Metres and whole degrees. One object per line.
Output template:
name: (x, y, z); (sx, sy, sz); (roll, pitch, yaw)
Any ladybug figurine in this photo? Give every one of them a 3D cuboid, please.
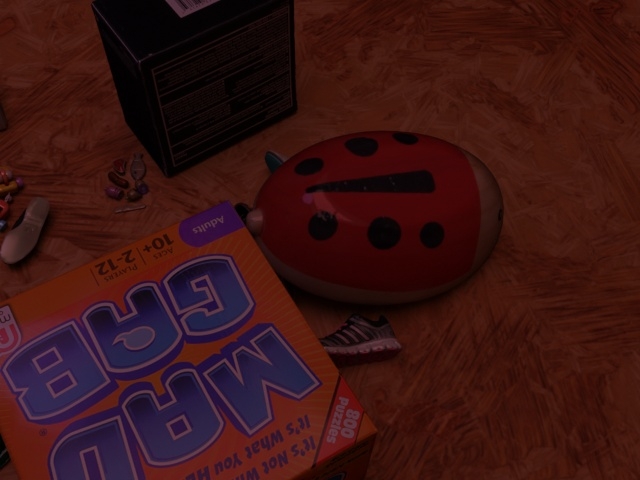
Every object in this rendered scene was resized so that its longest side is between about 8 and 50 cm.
ladybug figurine: (0.103, -0.053, 1.311); (0.449, 0.162, 0.305); (-9, 68, -17)

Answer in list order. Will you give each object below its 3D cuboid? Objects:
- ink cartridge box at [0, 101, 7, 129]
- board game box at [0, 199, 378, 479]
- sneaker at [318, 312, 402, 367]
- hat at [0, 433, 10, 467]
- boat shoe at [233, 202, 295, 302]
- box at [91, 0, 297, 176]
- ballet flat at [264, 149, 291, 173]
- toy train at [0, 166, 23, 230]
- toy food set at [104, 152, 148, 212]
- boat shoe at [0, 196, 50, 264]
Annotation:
ink cartridge box: (-0.710, -0.255, 1.492); (0.212, 0.093, 0.154); (-20, 60, -15)
board game box: (-0.183, 0.241, 1.041); (0.356, 0.356, 0.356); (-26, 62, -18)
sneaker: (0.041, 0.155, 1.276); (0.170, 0.063, 0.075); (-5, 59, -10)
hat: (-0.538, 0.223, 1.144); (0.173, 0.183, 0.208); (-31, 64, -20)
boat shoe: (-0.103, 0.030, 1.337); (0.073, 0.073, 0.207); (-28, 60, 4)
box: (-0.209, -0.317, 1.425); (0.296, 0.294, 0.183); (-30, 61, -19)
ballet flat: (-0.032, -0.103, 1.444); (0.052, 0.057, 0.168); (-32, 73, -31)
toy train: (-0.595, -0.096, 1.405); (0.166, 0.046, 0.125); (35, 56, 4)
toy food set: (-0.351, -0.108, 1.452); (0.078, 0.019, 0.122); (-11, 59, -8)
boat shoe: (-0.504, -0.012, 1.377); (0.049, 0.042, 0.133); (28, 59, -14)
